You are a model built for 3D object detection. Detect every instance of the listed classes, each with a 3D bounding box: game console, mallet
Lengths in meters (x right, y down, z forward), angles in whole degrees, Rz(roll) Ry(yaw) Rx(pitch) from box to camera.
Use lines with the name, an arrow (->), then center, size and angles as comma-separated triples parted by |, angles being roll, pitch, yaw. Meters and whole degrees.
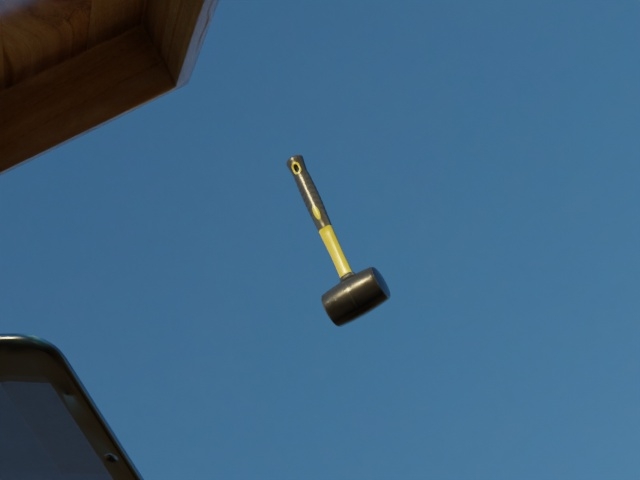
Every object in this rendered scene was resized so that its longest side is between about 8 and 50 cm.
game console -> -0.282, 0.208, 1.154 | 0.250, 0.173, 0.293 | -47, -40, -22
mallet -> 0.000, 0.000, 1.527 | 0.062, 0.190, 0.039 | -38, -31, 9

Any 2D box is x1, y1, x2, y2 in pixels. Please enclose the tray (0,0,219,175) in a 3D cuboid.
tray -> -0.168, -0.143, 1.004 | 0.203, 0.411, 0.076 | -28, -93, -14
